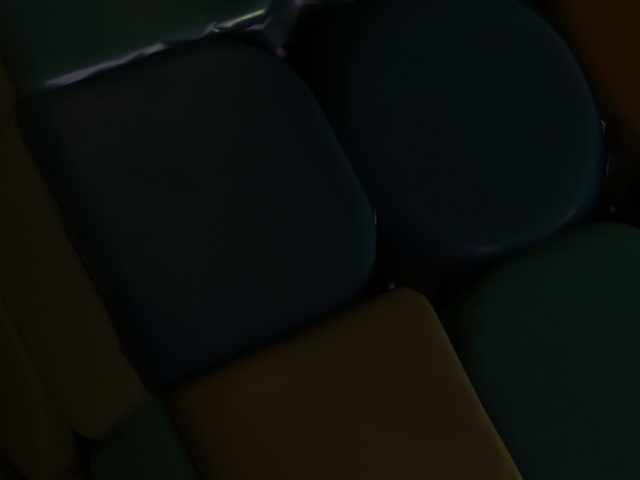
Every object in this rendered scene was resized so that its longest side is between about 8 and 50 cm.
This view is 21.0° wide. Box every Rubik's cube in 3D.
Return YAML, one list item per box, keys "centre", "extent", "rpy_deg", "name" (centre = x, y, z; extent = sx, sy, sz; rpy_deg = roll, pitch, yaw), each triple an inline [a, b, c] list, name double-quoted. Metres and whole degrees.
- centre: [-0.004, -0.004, 0.800]
  extent: [0.344, 0.346, 0.347]
  rpy_deg: [-23, 174, -29]
  name: "Rubik's cube"
